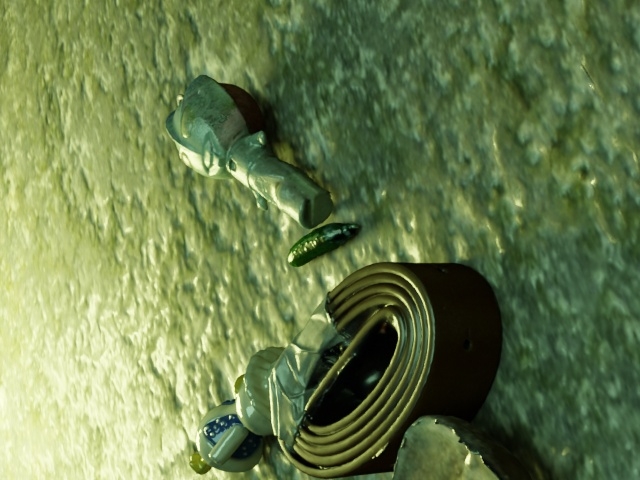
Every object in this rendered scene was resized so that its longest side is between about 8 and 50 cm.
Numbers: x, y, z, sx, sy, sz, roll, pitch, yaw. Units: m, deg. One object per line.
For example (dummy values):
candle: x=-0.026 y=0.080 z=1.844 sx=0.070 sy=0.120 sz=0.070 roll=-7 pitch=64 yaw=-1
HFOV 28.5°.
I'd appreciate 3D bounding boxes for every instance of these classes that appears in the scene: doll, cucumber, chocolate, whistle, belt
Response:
doll: x=-0.095 y=0.241 z=1.743 sx=0.119 sy=0.138 sz=0.293 roll=43 pitch=135 yaw=-3
cucumber: x=0.000 y=0.000 z=1.700 sx=0.155 sy=0.037 sz=0.037 roll=-28 pitch=65 yaw=48
chocolate: x=0.152 y=0.343 z=1.414 sx=0.185 sy=0.100 sz=0.303 roll=34 pitch=120 yaw=43
whistle: x=-0.108 y=-0.127 z=1.795 sx=0.346 sy=0.134 sz=0.142 roll=38 pitch=114 yaw=37
belt: x=0.069 y=0.160 z=1.524 sx=0.338 sy=0.122 sz=0.217 roll=-51 pitch=51 yaw=38
